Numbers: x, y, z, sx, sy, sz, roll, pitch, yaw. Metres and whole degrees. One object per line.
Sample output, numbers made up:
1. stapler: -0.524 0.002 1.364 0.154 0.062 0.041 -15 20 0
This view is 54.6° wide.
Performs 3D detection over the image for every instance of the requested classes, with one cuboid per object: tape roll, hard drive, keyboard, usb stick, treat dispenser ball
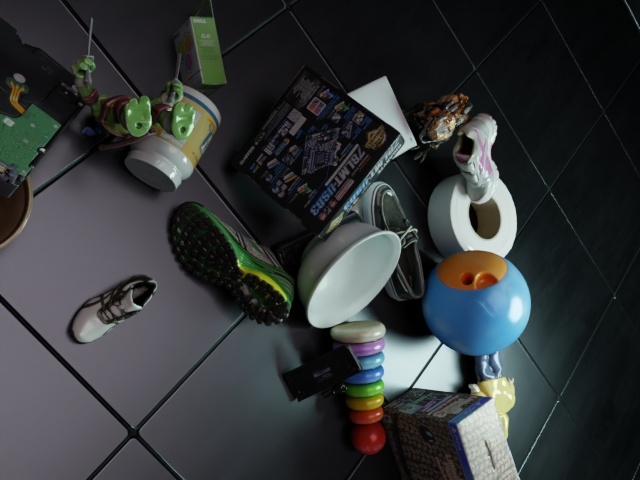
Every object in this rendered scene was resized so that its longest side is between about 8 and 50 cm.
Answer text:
1. tape roll: 0.458 -0.065 1.863 0.286 0.100 0.286 5 80 -34
2. hard drive: -0.584 -0.255 1.130 0.237 0.064 0.339 38 33 -24
3. keyboard: 0.012 0.329 1.498 0.180 0.023 0.108 -28 97 11
4. usb stick: 0.000 0.000 1.585 0.278 0.045 0.077 -26 107 -33
5. treat dispenser ball: 0.421 0.168 1.692 0.288 0.288 0.288 5 81 -33

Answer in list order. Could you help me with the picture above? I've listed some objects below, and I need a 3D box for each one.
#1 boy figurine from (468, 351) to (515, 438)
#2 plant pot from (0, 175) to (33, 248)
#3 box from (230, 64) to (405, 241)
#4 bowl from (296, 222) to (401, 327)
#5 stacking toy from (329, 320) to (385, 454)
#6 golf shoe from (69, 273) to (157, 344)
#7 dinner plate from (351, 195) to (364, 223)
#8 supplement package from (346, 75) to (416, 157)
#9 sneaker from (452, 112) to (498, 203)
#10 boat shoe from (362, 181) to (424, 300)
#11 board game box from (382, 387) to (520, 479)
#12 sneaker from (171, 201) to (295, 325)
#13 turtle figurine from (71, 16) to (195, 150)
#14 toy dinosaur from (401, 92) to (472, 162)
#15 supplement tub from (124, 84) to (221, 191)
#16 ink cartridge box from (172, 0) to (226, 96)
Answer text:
1. boy figurine: 0.510 0.449 1.834 0.177 0.092 0.285 -7 88 -34
2. plant pot: -0.656 -0.077 1.123 0.237 0.109 0.237 5 80 -32
3. box: -0.010 -0.202 1.420 0.293 0.073 0.295 39 94 18
4. bowl: 0.046 0.060 1.516 0.297 0.298 0.134 -25 54 -33
5. stacking toy: 0.104 0.375 1.563 0.141 0.141 0.330 -6 93 -34
6. golf shoe: -0.419 0.135 1.262 0.198 0.094 0.077 -43 108 -28
7. dinner plate: 0.146 -0.076 1.709 0.141 0.017 0.141 6 80 -34
8. supplement package: 0.083 -0.274 1.616 0.262 0.145 0.204 -33 102 -33
9. sneaker: 0.419 -0.219 1.721 0.111 0.103 0.252 -19 111 -29
10. boat shoe: 0.214 0.000 1.665 0.121 0.119 0.335 -25 102 -33
11. board game box: 0.321 0.520 1.578 0.141 0.291 0.232 -21 95 -34
12. sneaker: -0.198 0.042 1.421 0.343 0.134 0.146 46 25 -12
13. turtle figurine: -0.355 -0.298 1.186 0.275 0.266 0.198 -54 137 -7
14. toy dinosaur: 0.341 -0.334 1.734 0.322 0.218 0.164 -17 86 -50
15. supplement tub: -0.320 -0.220 1.343 0.144 0.144 0.200 35 66 -25
16. ink cartridge box: -0.283 -0.443 1.419 0.062 0.109 0.209 -10 89 -35
